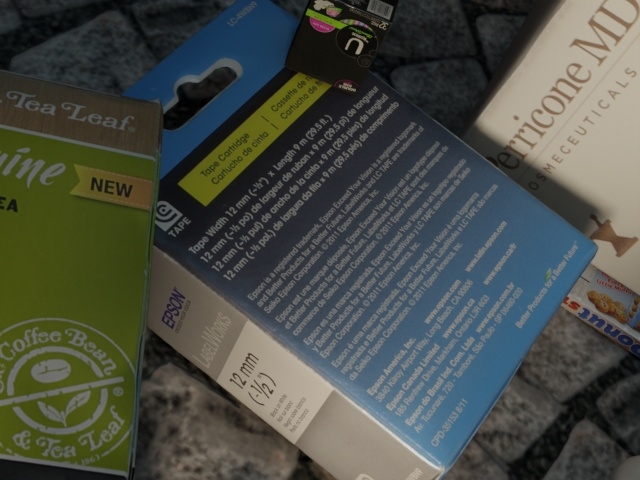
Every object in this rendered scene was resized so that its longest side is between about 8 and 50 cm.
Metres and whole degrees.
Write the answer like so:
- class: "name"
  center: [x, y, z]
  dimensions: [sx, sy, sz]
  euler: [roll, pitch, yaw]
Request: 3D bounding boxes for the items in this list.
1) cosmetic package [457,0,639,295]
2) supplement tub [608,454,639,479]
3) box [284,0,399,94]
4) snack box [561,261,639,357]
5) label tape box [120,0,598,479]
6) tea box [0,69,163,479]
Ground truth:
- class: "cosmetic package"
  center: [0.383, -0.142, 0.993]
  dimensions: [0.394, 0.329, 0.327]
  euler: [33, 51, 0]
- class: "supplement tub"
  center: [0.309, 0.283, 0.734]
  dimensions: [0.316, 0.228, 0.228]
  euler: [16, 54, 14]
- class: "box"
  center: [0.017, -0.162, 0.893]
  dimensions: [0.062, 0.083, 0.052]
  euler: [22, 53, -6]
- class: "snack box"
  center: [0.255, 0.052, 1.025]
  dimensions: [0.178, 0.022, 0.064]
  euler: [34, 53, 0]
- class: "label tape box"
  center: [0.000, 0.000, 0.905]
  dimensions: [0.348, 0.115, 0.249]
  euler: [37, 55, 8]
- class: "tea box"
  center: [-0.223, 0.127, 0.592]
  dimensions: [0.220, 0.329, 0.323]
  euler: [10, 52, -16]
